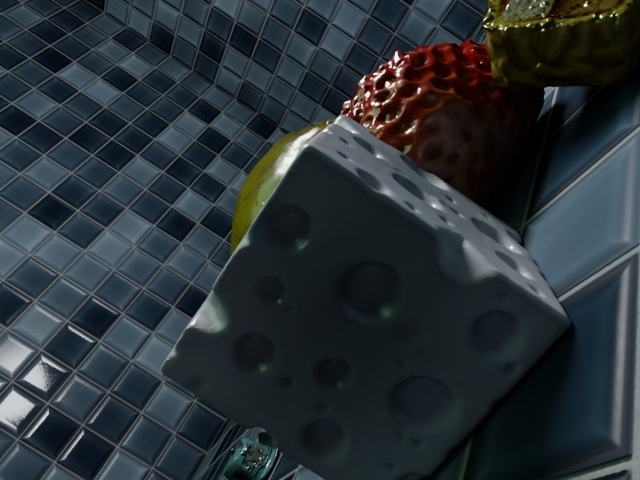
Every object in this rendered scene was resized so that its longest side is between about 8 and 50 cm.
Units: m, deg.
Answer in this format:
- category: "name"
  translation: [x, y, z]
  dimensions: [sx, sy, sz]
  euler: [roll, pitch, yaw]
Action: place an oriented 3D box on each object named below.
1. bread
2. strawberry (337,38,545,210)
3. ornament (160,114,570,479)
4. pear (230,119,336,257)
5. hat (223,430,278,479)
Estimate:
- category: "bread"
  translation: [0.288, -0.265, 0.670]
  dimensions: [0.181, 0.096, 0.222]
  euler: [4, 48, 33]
- category: "strawberry"
  translation: [0.180, -0.129, 0.737]
  dimensions: [0.336, 0.265, 0.149]
  euler: [-40, 28, -15]
- category: "ornament"
  translation: [0.041, 0.052, 0.557]
  dimensions: [0.239, 0.239, 0.240]
  euler: [-55, 3, 19]
- category: "pear"
  translation: [0.000, 0.000, 1.004]
  dimensions: [0.352, 0.352, 0.413]
  euler: [-69, -6, -78]
- category: "hat"
  translation: [-0.149, 0.439, 1.141]
  dimensions: [0.138, 0.078, 0.191]
  euler: [-57, 2, -39]
